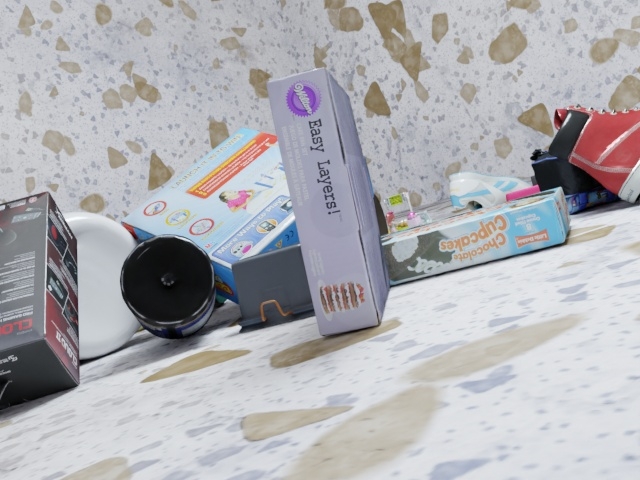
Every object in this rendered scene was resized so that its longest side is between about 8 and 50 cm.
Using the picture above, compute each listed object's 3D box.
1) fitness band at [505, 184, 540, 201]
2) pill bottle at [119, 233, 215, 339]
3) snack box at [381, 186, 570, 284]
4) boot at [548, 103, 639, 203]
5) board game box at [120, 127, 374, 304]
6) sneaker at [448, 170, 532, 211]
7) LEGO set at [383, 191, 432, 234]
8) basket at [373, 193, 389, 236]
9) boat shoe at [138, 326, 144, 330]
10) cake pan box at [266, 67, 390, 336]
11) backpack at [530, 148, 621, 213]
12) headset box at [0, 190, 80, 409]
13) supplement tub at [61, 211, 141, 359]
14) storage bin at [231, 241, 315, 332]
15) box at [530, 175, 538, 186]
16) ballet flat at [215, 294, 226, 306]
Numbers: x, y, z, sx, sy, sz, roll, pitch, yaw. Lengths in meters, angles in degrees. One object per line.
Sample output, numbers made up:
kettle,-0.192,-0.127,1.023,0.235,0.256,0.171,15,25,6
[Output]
fitness band,0.506,-0.110,1.368,0.290,0.054,0.209,-15,2,6
pill bottle,-0.210,0.075,1.000,0.122,0.123,0.219,-17,-11,-13
snack box,0.172,0.002,0.970,0.321,0.060,0.187,-16,3,22
boot,0.459,-0.187,1.063,0.244,0.176,0.088,-44,-25,-19
board game box,-0.122,-0.053,1.187,0.301,0.086,0.308,20,51,40
sneaker,0.412,-0.109,1.710,0.228,0.092,0.087,3,-7,-19
LEGO set,0.132,-0.039,1.685,0.286,0.107,0.132,-15,3,32
basket,0.000,0.000,1.267,0.226,0.154,0.204,-12,4,17
boat shoe,-0.338,0.145,1.376,0.152,0.048,0.056,-16,2,20
cake pan box,0.018,-0.050,0.783,0.070,0.267,0.246,-12,5,7
backpack,0.458,-0.122,1.165,0.173,0.117,0.158,-17,2,-5
headset box,-0.429,0.095,0.895,0.218,0.110,0.293,-16,47,-4
supplement tub,-0.465,0.093,1.208,0.324,0.236,0.235,-15,3,45
storage bin,-0.053,0.057,0.913,0.135,0.091,0.098,-17,2,22
box,0.500,-0.121,1.528,0.052,0.062,0.083,-13,4,42
ballet flat,-0.226,0.104,1.338,0.074,0.074,0.203,-17,4,5
